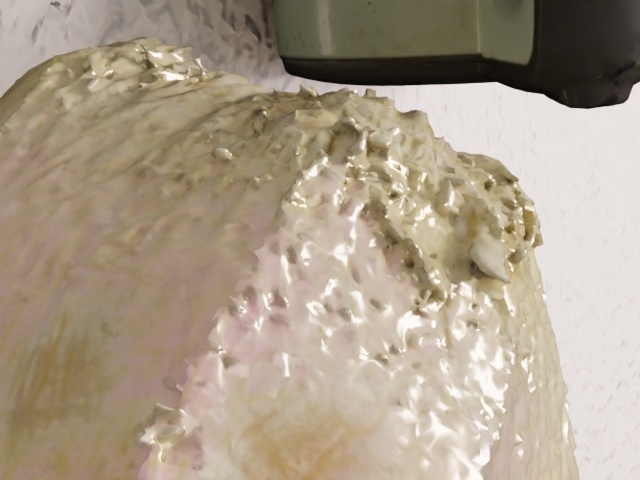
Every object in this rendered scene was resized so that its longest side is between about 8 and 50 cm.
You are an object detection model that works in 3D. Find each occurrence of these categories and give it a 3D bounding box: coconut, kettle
[{"bbox_3d":[-0.058,0.102,0.704,0.297,0.297,0.309,56,44,-36],"label":"coconut"},{"bbox_3d":[0.087,-0.261,0.868,0.250,0.361,0.376,-6,100,-11],"label":"kettle"}]
